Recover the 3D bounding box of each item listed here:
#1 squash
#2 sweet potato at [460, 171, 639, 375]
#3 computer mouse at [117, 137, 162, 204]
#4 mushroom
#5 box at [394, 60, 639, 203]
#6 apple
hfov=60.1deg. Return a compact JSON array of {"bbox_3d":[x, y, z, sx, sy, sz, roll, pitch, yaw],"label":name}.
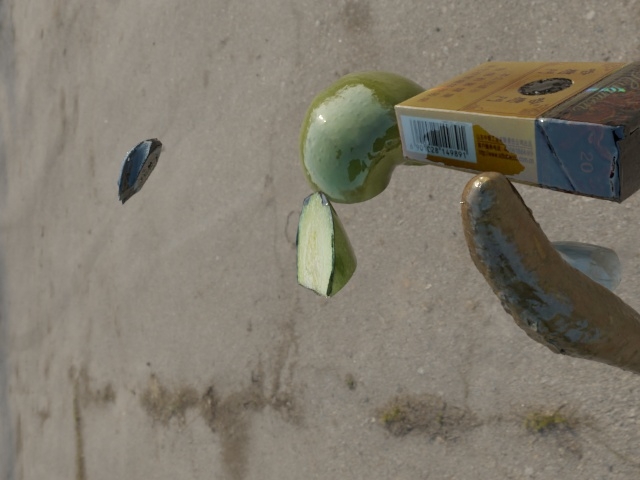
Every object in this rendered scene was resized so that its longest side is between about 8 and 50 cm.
[{"bbox_3d":[0.022,0.004,1.011,0.192,0.085,0.184,-166,79,-68],"label":"squash"},{"bbox_3d":[0.256,0.063,0.600,0.114,0.341,0.092,-36,18,48],"label":"sweet potato"},{"bbox_3d":[-0.333,-0.129,0.993,0.135,0.047,0.079,-64,3,-9],"label":"computer mouse"},{"bbox_3d":[0.380,0.048,0.917,0.212,0.088,0.097,-2,107,19],"label":"mushroom"},{"bbox_3d":[0.358,-0.197,0.894,0.415,0.264,0.116,24,136,52],"label":"box"},{"bbox_3d":[0.112,-0.259,1.344,0.360,0.320,0.312,55,131,48],"label":"apple"}]
